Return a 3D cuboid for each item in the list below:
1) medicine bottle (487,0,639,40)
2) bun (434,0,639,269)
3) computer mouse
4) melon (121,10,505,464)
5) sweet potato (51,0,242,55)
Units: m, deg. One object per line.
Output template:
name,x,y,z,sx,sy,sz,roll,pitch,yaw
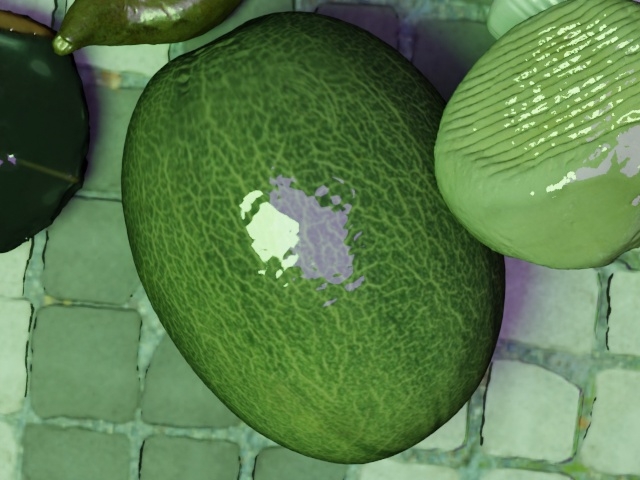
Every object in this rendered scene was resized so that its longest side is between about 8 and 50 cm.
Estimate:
medicine bottle,0.301,-0.076,1.148,0.395,0.242,0.242,42,95,9
bun,0.162,-0.056,1.030,0.113,0.173,0.166,43,61,-38
computer mouse,-0.313,-0.105,1.187,0.323,0.116,0.183,23,101,-4
melon,0.000,0.000,1.142,0.237,0.237,0.301,-26,98,3
sweet potato,-0.077,-0.189,1.208,0.249,0.059,0.069,-33,118,-8
